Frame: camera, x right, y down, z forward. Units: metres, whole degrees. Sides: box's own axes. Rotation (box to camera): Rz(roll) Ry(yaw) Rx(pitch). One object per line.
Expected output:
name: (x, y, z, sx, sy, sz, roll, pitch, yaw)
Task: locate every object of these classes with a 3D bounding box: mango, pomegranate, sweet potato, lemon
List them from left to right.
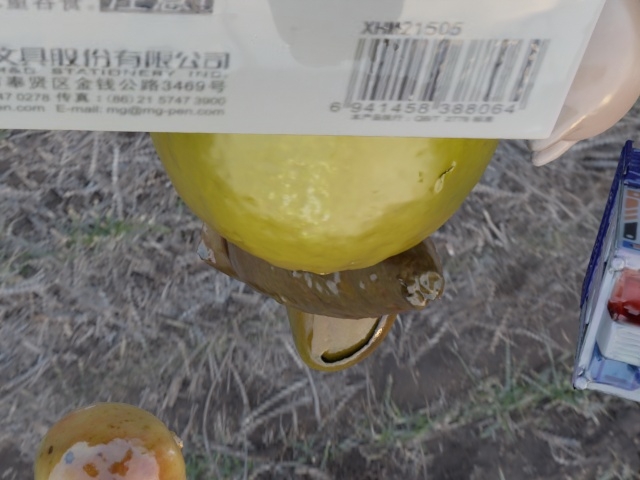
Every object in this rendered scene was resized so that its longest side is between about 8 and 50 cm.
pomegranate: (-0.257, 0.292, 1.483, 0.191, 0.191, 0.191, 0, 104, -1)
sweet potato: (0.002, -0.002, 0.920, 0.131, 0.336, 0.131, -2, 95, -19)
lemon: (0.004, -0.113, 0.722, 0.236, 0.236, 0.263, 24, 97, -7)
mango: (0.028, 0.057, 1.591, 0.166, 0.136, 0.236, 20, 100, 23)

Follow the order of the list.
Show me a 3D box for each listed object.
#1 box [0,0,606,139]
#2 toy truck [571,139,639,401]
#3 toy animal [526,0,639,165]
box: (-0.033, -0.132, 0.367, 0.274, 0.091, 0.221, 1, 142, -11)
toy truck: (0.287, 0.045, 0.678, 0.268, 0.155, 0.124, 14, 123, 10)
toy animal: (0.156, -0.191, 0.953, 0.154, 0.166, 0.250, -40, 79, 0)
